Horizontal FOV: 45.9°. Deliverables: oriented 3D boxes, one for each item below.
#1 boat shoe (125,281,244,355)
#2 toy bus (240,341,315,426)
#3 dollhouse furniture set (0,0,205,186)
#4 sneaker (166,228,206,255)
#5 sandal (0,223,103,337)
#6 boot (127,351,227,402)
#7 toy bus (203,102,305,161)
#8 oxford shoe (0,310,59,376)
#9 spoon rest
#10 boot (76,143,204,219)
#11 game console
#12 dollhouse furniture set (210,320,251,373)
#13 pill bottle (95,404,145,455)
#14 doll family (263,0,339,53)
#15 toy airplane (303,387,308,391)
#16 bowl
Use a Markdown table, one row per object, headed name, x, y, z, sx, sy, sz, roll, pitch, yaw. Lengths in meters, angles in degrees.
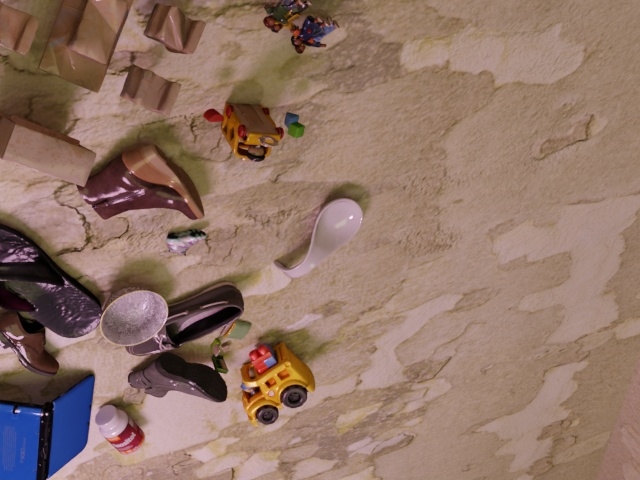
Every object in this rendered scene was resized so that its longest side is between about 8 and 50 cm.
| name | x | y | z | sx | sy | sz | roll | pitch | yaw |
| --- | --- | --- | --- | --- | --- | --- | --- | --- | --- |
| boat shoe | -0.354 | 0.219 | 1.966 | 0.335 | 0.095 | 0.112 | -28 | 131 | -4 |
| toy bus | -0.157 | 0.395 | 2.171 | 0.220 | 0.149 | 0.211 | -34 | 118 | 5 |
| dollhouse furniture set | -0.490 | -0.332 | 1.461 | 0.362 | 0.256 | 0.394 | 20 | 93 | -36 |
| sneaker | -0.329 | 0.010 | 1.866 | 0.098 | 0.038 | 0.069 | -5 | 128 | -10 |
| sandal | -0.668 | 0.102 | 1.722 | 0.167 | 0.107 | 0.446 | -41 | 131 | 7 |
| boot | -0.389 | 0.391 | 2.071 | 0.246 | 0.083 | 0.161 | 34 | 132 | -30 |
| toy bus | -0.152 | -0.227 | 1.676 | 0.202 | 0.191 | 0.104 | -45 | 155 | -55 |
| oxford shoe | -0.697 | 0.252 | 1.839 | 0.096 | 0.083 | 0.227 | -34 | 133 | -5 |
| spoon rest | 0.000 | 0.000 | 1.981 | 0.276 | 0.084 | 0.137 | -44 | 130 | 11 |
| boot | -0.406 | -0.101 | 1.733 | 0.207 | 0.090 | 0.248 | -26 | 134 | 10 |
| game console | -0.746 | 0.490 | 1.986 | 0.250 | 0.173 | 0.293 | 10 | 120 | -10 |
| dollhouse furniture set | -0.251 | 0.293 | 2.095 | 0.076 | 0.058 | 0.151 | 20 | 114 | -36 |
| pill bottle | -0.560 | 0.526 | 2.102 | 0.086 | 0.086 | 0.152 | -30 | 131 | -3 |
| doll family | -0.047 | -0.458 | 1.612 | 0.111 | 0.076 | 0.193 | -36 | 132 | 27 |
| toy airplane | -0.095 | 0.473 | 2.322 | 0.151 | 0.028 | 0.151 | -13 | 130 | -16 |
| bowl | -0.473 | 0.172 | 1.880 | 0.170 | 0.080 | 0.170 | -18 | 131 | -22 |
